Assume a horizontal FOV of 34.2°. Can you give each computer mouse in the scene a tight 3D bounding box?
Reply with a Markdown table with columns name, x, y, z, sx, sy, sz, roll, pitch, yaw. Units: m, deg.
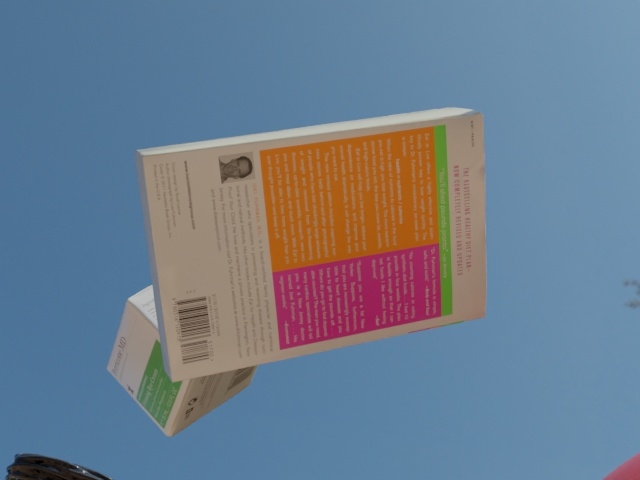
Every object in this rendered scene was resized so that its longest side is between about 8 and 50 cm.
| name | x | y | z | sx | sy | sz | roll | pitch | yaw |
| --- | --- | --- | --- | --- | --- | --- | --- | --- | --- |
| computer mouse | -0.048 | 0.162 | 0.546 | 0.242 | 0.041 | 0.071 | 19 | -18 | -10 |

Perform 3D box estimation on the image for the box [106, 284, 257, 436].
| name | x | y | z | sx | sy | sz | roll | pitch | yaw |
| --- | --- | --- | --- | --- | --- | --- | --- | --- | --- |
| box | -0.108 | 0.086 | 0.871 | 0.102 | 0.087 | 0.101 | -29 | -25 | -41 |

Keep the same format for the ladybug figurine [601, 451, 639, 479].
| name | x | y | z | sx | sy | sz | roll | pitch | yaw |
| --- | --- | --- | --- | --- | --- | --- | --- | --- | --- |
| ladybug figurine | 0.238 | 0.197 | 0.496 | 0.449 | 0.162 | 0.305 | 9 | -84 | -37 |

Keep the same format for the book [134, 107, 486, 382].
| name | x | y | z | sx | sy | sz | roll | pitch | yaw |
| --- | --- | --- | --- | --- | --- | --- | --- | --- | --- |
| book | 0.000 | 0.000 | 0.444 | 0.144 | 0.035 | 0.096 | -9 | -76 | -17 |
